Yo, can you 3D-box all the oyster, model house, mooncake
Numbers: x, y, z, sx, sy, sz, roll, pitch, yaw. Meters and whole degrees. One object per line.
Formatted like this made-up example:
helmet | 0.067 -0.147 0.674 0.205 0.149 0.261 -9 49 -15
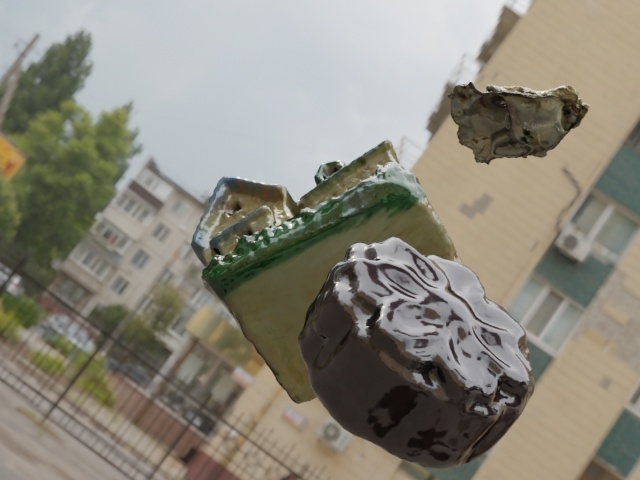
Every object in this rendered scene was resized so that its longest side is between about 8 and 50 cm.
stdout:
oyster | 0.233 -0.139 1.272 0.165 0.053 0.109 9 -63 29
model house | 0.000 0.000 1.816 0.335 0.382 0.343 59 2 -37
mooncake | 0.119 0.118 1.244 0.283 0.141 0.283 22 35 -16
